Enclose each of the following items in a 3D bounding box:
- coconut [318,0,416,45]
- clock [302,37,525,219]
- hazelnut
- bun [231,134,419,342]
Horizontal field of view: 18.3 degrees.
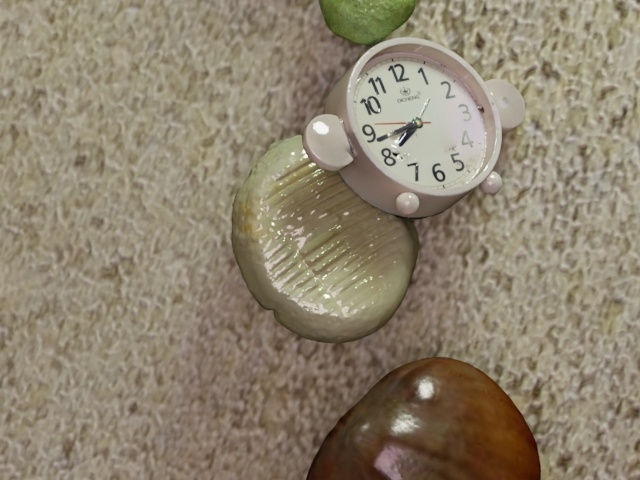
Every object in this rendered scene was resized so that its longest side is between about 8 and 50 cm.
[{"bbox_3d":[0.044,-0.220,1.754,0.088,0.088,0.096,32,100,2],"label":"coconut"},{"bbox_3d":[0.080,-0.095,1.733,0.229,0.063,0.156,-16,78,-29],"label":"clock"},{"bbox_3d":[0.092,0.212,1.708,0.210,0.210,0.186,-45,84,3],"label":"hazelnut"},{"bbox_3d":[0.000,0.000,1.756,0.164,0.111,0.188,-37,87,-14],"label":"bun"}]
